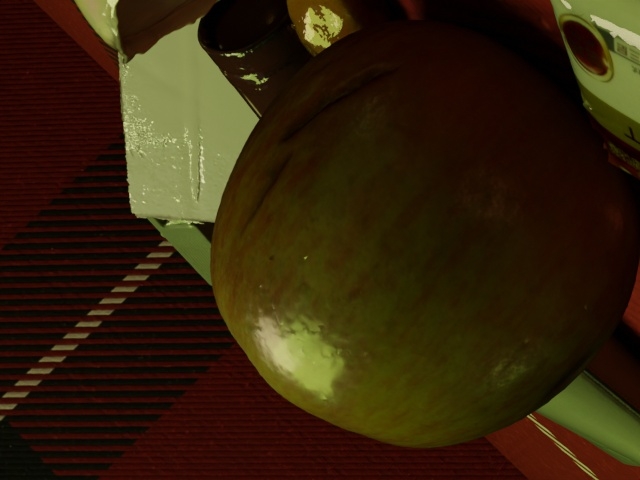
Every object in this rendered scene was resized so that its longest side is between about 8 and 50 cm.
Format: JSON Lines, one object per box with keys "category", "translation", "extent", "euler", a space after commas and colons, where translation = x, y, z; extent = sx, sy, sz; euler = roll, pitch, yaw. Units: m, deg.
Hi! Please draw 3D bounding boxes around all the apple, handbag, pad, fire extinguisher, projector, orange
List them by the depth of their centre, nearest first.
{"category": "apple", "translation": [0.057, 0.006, 0.703], "extent": [0.264, 0.264, 0.264], "euler": [45, 174, 6]}
{"category": "orange", "translation": [0.010, -0.156, 0.784], "extent": [0.086, 0.062, 0.086], "euler": [42, 173, 6]}
{"category": "fire extinguisher", "translation": [0.015, -0.097, 1.008], "extent": [0.341, 0.105, 0.141], "euler": [51, -157, -46]}
{"category": "handbag", "translation": [0.275, 0.174, 1.041], "extent": [0.315, 0.109, 0.241], "euler": [42, 175, -9]}
{"category": "pad", "translation": [-0.111, -0.121, 1.045], "extent": [0.004, 0.157, 0.232], "euler": [-61, -27, -65]}
{"category": "projector", "translation": [-0.130, -0.107, 1.251], "extent": [0.079, 0.259, 0.257], "euler": [0, 159, 13]}

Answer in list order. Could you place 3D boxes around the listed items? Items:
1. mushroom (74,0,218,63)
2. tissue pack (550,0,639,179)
{"category": "mushroom", "translation": [-0.133, -0.236, 0.739], "extent": [0.173, 0.162, 0.236], "euler": [43, 172, 2]}
{"category": "tissue pack", "translation": [0.156, -0.049, 0.332], "extent": [0.149, 0.099, 0.106], "euler": [40, 172, 42]}
